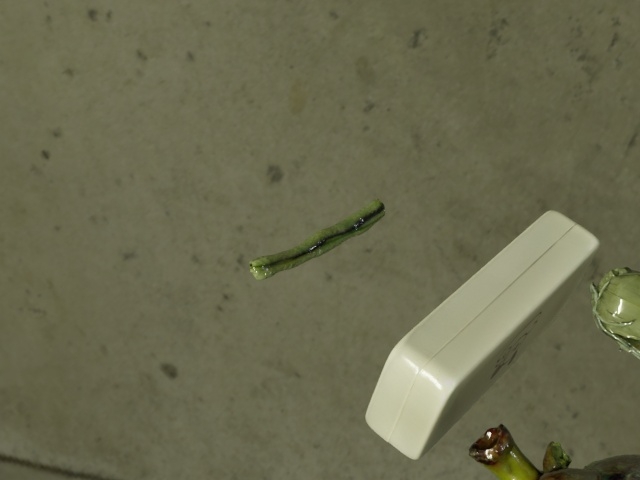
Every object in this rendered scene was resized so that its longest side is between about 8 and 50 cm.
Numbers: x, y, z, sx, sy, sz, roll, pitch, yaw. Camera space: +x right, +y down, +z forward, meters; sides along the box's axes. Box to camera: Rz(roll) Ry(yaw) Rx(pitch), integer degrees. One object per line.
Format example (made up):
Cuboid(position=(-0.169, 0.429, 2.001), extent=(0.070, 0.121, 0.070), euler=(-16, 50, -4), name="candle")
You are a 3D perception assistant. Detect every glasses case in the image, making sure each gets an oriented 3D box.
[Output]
Cuboid(position=(0.174, 0.090, 1.020), extent=(0.070, 0.313, 0.131), euler=(37, 137, 21), name="glasses case")

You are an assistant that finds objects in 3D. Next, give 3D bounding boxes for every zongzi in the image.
Cuboid(position=(0.228, 0.066, 0.611), extent=(0.109, 0.119, 0.055), euler=(27, 107, -16), name="zongzi")

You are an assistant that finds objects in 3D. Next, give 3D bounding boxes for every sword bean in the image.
Cuboid(position=(0.000, 0.001, 1.537), extent=(0.038, 0.269, 0.043), euler=(-8, 105, 56), name="sword bean")

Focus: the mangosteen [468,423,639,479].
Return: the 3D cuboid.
Cuboid(position=(0.274, 0.290, 0.975), extent=(0.289, 0.231, 0.231), euler=(51, 136, 25), name="mangosteen")
